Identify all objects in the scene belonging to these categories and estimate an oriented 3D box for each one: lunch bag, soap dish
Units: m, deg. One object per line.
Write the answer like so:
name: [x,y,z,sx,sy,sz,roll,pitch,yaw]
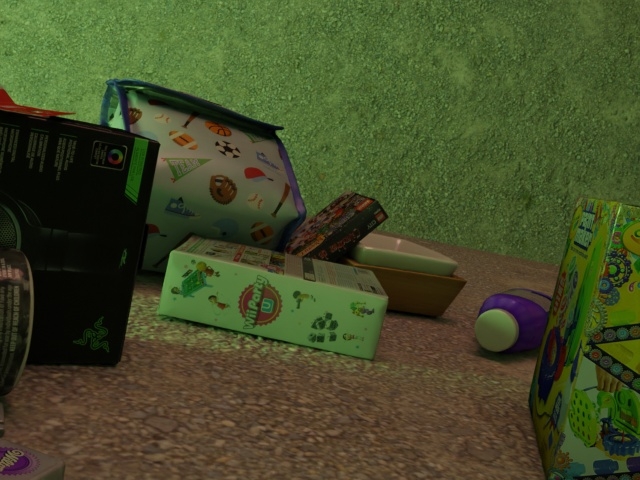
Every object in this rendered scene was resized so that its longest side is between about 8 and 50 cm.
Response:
lunch bag: [-0.232,-0.135,1.377,0.328,0.238,0.385,14,36,-26]
soap dish: [0.118,0.058,1.511,0.229,0.118,0.291,9,7,-19]

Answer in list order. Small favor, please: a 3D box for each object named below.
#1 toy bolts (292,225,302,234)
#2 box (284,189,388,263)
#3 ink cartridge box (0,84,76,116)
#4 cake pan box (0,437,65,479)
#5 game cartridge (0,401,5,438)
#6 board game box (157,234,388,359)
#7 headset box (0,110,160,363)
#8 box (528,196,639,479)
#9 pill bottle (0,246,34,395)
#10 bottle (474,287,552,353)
toy bolts: [-0.144,-0.031,1.617,0.229,0.158,0.218,12,7,-2]
box: [0.000,0.000,1.433,0.044,0.233,0.159,54,-9,-19]
ink cartridge box: [-0.323,-0.149,0.687,0.180,0.045,0.145,9,9,-8]
cake pan box: [-0.293,0.136,0.355,0.246,0.070,0.267,16,7,14]
game cartridge: [-0.288,0.136,0.585,0.083,0.017,0.056,9,11,-25]
board game box: [-0.067,0.076,1.138,0.304,0.097,0.224,13,6,-3]
headset box: [-0.318,-0.010,0.772,0.283,0.246,0.131,8,8,-34]
box: [0.349,0.106,0.815,0.177,0.279,0.290,13,6,10]
pill bottle: [-0.367,0.058,0.600,0.246,0.130,0.130,8,8,-34]
bottle: [0.334,0.139,1.313,0.118,0.092,0.283,14,7,25]
